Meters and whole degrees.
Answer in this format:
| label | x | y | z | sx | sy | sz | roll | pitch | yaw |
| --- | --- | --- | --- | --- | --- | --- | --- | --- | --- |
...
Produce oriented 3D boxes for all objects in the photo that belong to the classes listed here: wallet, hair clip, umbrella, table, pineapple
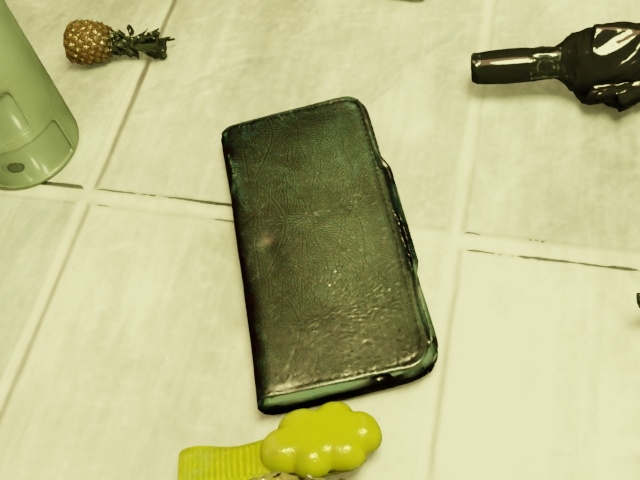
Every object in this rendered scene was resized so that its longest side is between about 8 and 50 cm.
| label | x | y | z | sx | sy | sz | roll | pitch | yaw |
| --- | --- | --- | --- | --- | --- | --- | --- | --- | --- |
| wallet | 0.000 | 0.000 | 0.755 | 0.172 | 0.045 | 0.318 | -15 | 59 | 3 |
| hair clip | -0.034 | 0.178 | 0.651 | 0.173 | 0.046 | 0.072 | -15 | 36 | 1 |
| umbrella | 0.325 | -0.187 | 0.786 | 0.339 | 0.118 | 0.118 | 0 | 60 | 10 |
| table | -0.348 | -0.163 | 0.799 | 0.126 | 0.220 | 0.127 | -3 | 59 | 4 |
| pineapple | -0.240 | -0.232 | 0.926 | 0.124 | 0.058 | 0.058 | 9 | 61 | 6 |

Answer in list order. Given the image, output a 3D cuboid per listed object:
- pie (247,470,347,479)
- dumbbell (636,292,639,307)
| label | x | y | z | sx | sy | sz | roll | pitch | yaw |
| --- | --- | --- | --- | --- | --- | --- | --- | --- | --- |
| pie | -0.014 | 0.306 | 0.555 | 0.274 | 0.055 | 0.274 | -2 | 68 | 6 |
| dumbbell | 0.372 | 0.034 | 0.650 | 0.208 | 0.099 | 0.099 | -10 | 59 | 4 |
